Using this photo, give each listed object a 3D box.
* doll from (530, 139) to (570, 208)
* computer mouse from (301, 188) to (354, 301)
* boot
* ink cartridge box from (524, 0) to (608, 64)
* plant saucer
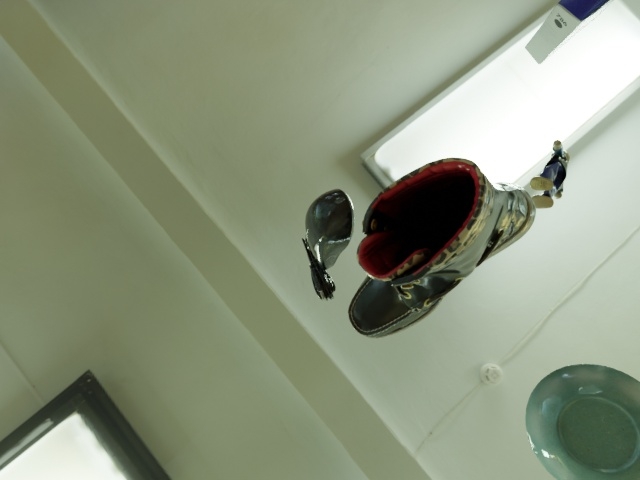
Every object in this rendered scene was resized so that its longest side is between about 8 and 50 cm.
[{"bbox_3d":[0.468,-0.138,0.857,0.189,0.046,0.129,-38,-56,-41],"label":"doll"},{"bbox_3d":[0.000,0.000,0.920,0.072,0.272,0.188,-7,-122,-19],"label":"computer mouse"},{"bbox_3d":[0.138,0.032,0.655,0.377,0.284,0.138,-40,-114,23],"label":"boot"},{"bbox_3d":[0.530,-0.470,0.852,0.165,0.332,0.065,-39,-91,14],"label":"ink cartridge box"},{"bbox_3d":[0.409,0.283,0.633,0.195,0.037,0.195,-9,-109,26],"label":"plant saucer"}]
